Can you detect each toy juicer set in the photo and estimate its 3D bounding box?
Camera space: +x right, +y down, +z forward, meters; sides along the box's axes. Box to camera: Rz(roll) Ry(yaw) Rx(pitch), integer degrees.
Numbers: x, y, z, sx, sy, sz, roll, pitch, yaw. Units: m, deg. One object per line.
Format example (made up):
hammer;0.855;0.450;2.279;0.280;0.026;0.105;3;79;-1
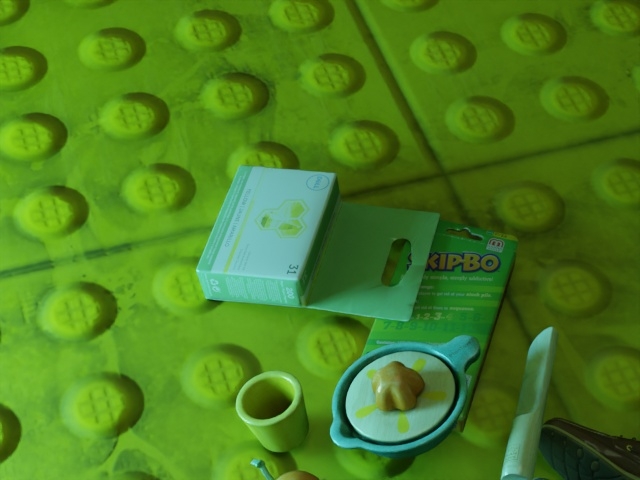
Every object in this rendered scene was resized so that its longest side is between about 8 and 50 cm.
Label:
toy juicer set;0.084;0.181;1.364;0.328;0.089;0.209;-15;42;6

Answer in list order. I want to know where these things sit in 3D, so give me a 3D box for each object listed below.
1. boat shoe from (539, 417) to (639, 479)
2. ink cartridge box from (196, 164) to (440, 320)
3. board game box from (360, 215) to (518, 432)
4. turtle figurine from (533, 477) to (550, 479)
boat shoe;0.299;0.226;1.415;0.178;0.064;0.060;29;49;14
ink cartridge box;0.000;0.000;1.583;0.235;0.056;0.171;5;48;17
board game box;0.128;0.083;1.547;0.124;0.039;0.259;13;53;12
turtle figurine;0.226;0.283;1.332;0.234;0.118;0.175;-18;47;-7
